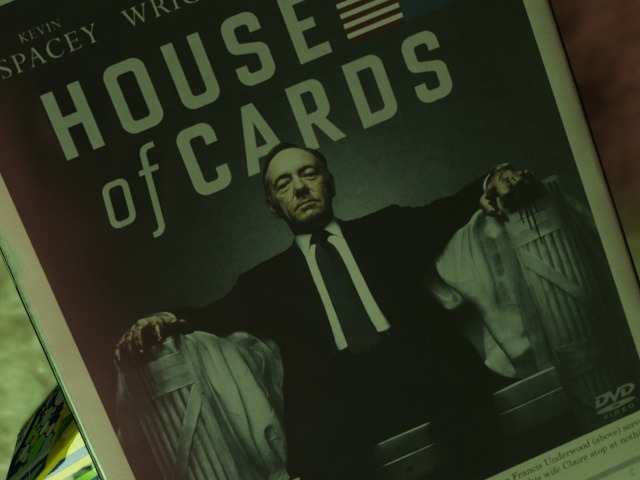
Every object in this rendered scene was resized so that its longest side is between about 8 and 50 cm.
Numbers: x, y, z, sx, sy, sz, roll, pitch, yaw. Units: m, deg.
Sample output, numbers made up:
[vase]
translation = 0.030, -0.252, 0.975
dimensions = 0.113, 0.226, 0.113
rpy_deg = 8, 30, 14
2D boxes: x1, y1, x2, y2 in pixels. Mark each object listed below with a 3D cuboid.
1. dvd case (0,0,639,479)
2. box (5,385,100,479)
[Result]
[dvd case]
translation = 0.000, 0.000, 0.515
dimensions = 0.179, 0.029, 0.239
rpy_deg = -23, 108, -6
[box]
translation = -0.047, 0.048, 0.594
dimensions = 0.054, 0.059, 0.169
rpy_deg = 32, 119, -18
